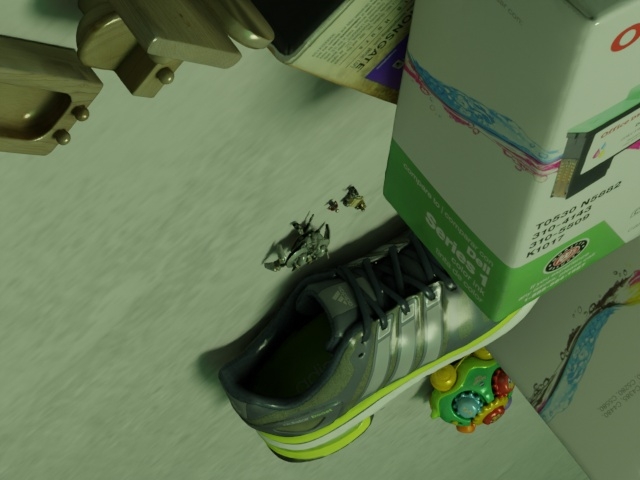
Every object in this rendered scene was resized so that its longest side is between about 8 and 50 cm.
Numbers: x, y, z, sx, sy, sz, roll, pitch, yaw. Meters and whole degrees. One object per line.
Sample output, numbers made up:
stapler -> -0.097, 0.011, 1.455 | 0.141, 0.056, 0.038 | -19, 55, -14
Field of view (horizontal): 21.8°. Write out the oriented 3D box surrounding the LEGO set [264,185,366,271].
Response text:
LEGO set -> 0.000, -0.001, 1.136 | 0.083, 0.023, 0.054 | -45, 157, 16

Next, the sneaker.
sneaker -> 0.052, 0.049, 1.211 | 0.300, 0.111, 0.121 | -43, 153, 7

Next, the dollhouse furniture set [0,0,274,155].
dollhouse furniture set -> -0.104, -0.067, 0.719 | 0.151, 0.123, 0.144 | -47, 156, 22

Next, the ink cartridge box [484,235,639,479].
ink cartridge box -> 0.258, 0.067, 1.333 | 0.197, 0.270, 0.198 | -42, 157, 11

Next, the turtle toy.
turtle toy -> 0.161, 0.137, 1.592 | 0.130, 0.066, 0.095 | -33, 157, -12

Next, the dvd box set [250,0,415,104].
dvd box set -> 0.166, -0.190, 0.971 | 0.307, 0.062, 0.420 | -46, 156, 18

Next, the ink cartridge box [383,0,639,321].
ink cartridge box -> 0.155, -0.107, 0.877 | 0.201, 0.117, 0.278 | -29, 155, -20
